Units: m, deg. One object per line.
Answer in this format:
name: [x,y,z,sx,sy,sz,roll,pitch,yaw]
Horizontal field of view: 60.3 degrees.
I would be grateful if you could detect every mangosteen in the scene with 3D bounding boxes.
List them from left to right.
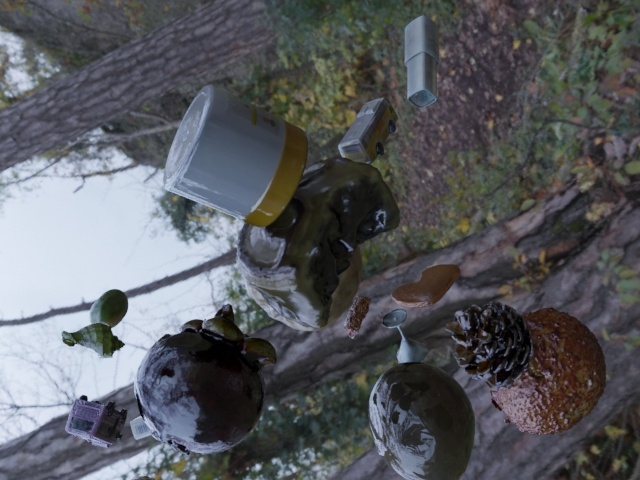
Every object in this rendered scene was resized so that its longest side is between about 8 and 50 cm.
mangosteen: [-0.265,0.321,1.301,0.307,0.346,0.307,23,159,9]

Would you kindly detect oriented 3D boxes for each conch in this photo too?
conch: [-0.448,0.203,1.089,0.074,0.121,0.089,-101,28,-48]

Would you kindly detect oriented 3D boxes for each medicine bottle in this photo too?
medicine bottle: [-0.181,-0.175,1.165,0.232,0.238,0.238,23,-158,-27]

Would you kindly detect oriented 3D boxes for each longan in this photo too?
longan: [0.329,0.585,1.785,0.404,0.336,0.404,61,-169,-20]

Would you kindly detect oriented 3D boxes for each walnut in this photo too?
walnut: [-0.047,0.088,1.708,0.381,0.381,0.381,61,-177,-5]

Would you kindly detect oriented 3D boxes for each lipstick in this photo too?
lipstick: [0.269,-0.470,1.455,0.079,0.077,0.252,24,-123,-36]

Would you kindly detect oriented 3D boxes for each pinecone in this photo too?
pinecone: [0.379,0.229,1.226,0.205,0.179,0.184,21,-148,-49]

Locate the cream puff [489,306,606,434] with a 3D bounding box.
cream puff: [0.590,0.338,1.395,0.229,0.350,0.350,14,144,46]

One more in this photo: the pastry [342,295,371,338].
pastry: [0.127,0.273,2.002,0.063,0.169,0.087,31,147,-4]

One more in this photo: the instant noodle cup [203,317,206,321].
instant noodle cup: [-0.453,0.508,2.437,0.214,0.296,0.296,16,-167,-9]

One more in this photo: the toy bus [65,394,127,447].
toy bus: [-0.593,0.485,1.469,0.199,0.096,0.108,94,-171,-63]

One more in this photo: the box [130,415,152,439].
box: [-0.479,0.579,1.845,0.168,0.259,0.071,10,-119,-79]

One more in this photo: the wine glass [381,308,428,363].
wine glass: [0.290,0.336,1.919,0.182,0.122,0.122,61,-178,-27]

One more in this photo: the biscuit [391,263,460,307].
biscuit: [0.324,0.136,1.724,0.186,0.192,0.036,0,126,53]

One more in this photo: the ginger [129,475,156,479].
ginger: [-0.568,0.917,1.915,0.190,0.354,0.126,-8,-82,-51]

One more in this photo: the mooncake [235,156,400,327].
mooncake: [0.000,0.000,1.316,0.394,0.393,0.246,-99,-17,-49]

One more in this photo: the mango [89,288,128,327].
mango: [-0.809,0.268,2.110,0.114,0.156,0.251,30,180,-10]

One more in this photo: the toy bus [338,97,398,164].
toy bus: [0.137,-0.303,1.547,0.106,0.092,0.268,59,-139,-28]
